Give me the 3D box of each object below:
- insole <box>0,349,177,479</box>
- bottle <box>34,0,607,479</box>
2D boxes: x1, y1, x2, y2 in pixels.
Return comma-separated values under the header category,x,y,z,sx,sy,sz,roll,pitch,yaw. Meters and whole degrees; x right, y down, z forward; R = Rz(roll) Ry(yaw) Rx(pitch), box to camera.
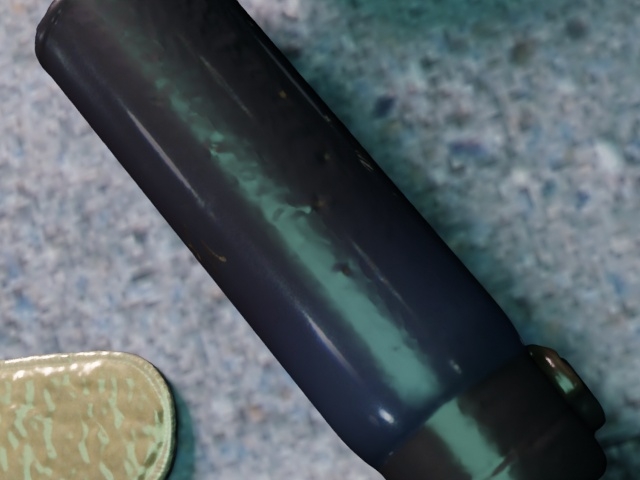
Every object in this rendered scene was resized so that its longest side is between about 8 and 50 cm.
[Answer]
category,x,y,z,sx,sy,sz,roll,pitch,yaw
insole,-0.175,0.081,0.543,0.247,0.011,0.081,-4,85,15
bottle,0.000,0.000,0.468,0.082,0.072,0.244,-35,76,-13
